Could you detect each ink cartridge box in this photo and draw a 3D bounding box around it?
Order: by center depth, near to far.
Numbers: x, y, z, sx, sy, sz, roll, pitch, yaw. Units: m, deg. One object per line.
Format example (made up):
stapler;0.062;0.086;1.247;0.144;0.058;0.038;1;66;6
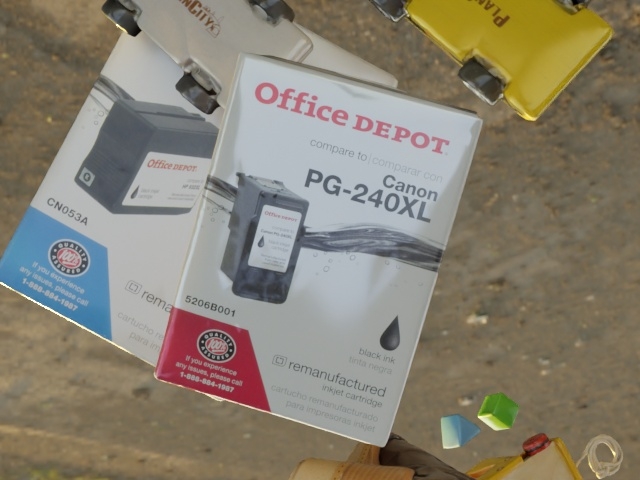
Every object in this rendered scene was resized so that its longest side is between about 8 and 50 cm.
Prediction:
ink cartridge box;0.000;0.000;0.452;0.109;0.150;0.063;16;-172;5
ink cartridge box;-0.102;-0.053;0.876;0.223;0.307;0.129;29;-178;0

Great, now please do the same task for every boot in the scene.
boot;0.103;0.198;0.658;0.207;0.090;0.248;17;175;20

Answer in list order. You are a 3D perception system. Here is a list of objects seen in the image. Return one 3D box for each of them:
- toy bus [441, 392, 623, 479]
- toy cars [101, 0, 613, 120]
toy bus;0.180;0.266;1.003;0.202;0.191;0.104;23;157;-20
toy cars;0.014;-0.166;0.743;0.394;0.176;0.087;2;172;18
